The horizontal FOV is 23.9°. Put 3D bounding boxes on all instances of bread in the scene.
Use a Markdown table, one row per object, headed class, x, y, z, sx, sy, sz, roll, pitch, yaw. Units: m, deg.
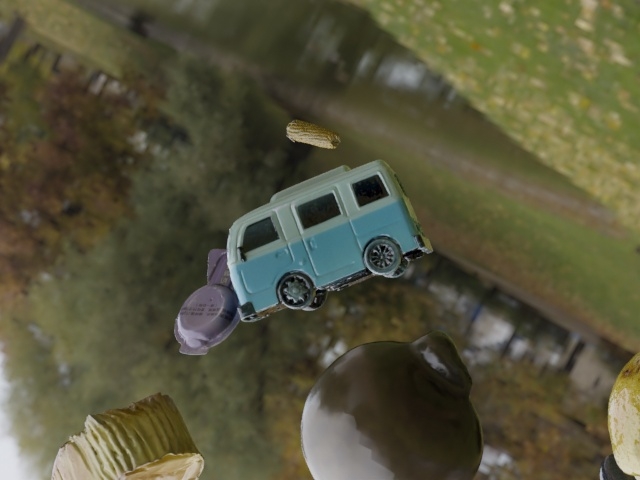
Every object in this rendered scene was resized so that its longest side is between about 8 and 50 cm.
| class | x | y | z | sx | sy | sz | roll | pitch | yaw |
| --- | --- | --- | --- | --- | --- | --- | --- | --- | --- |
| bread | -0.280 | 0.323 | 2.139 | 0.179 | 0.250 | 0.133 | -4 | -128 | -33 |

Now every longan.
| class | x | y | z | sx | sy | sz | roll | pitch | yaw |
| --- | --- | --- | --- | --- | --- | --- | --- | --- | --- |
| longan | 0.077 | 0.182 | 1.507 | 0.185 | 0.204 | 0.159 | 31 | -167 | 13 |

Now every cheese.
| class | x | y | z | sx | sy | sz | roll | pitch | yaw |
| --- | --- | --- | --- | --- | --- | --- | --- | --- | --- |
| cheese | -0.149 | 0.086 | 2.161 | 0.105 | 0.191 | 0.042 | 2 | 142 | 29 |

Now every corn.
| class | x | y | z | sx | sy | sz | roll | pitch | yaw |
| --- | --- | --- | --- | --- | --- | --- | --- | --- | --- |
| corn | -0.011 | -0.130 | 1.867 | 0.083 | 0.028 | 0.027 | 19 | -169 | 39 |

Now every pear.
| class | x | y | z | sx | sy | sz | roll | pitch | yaw |
| --- | --- | --- | --- | --- | --- | --- | --- | --- | --- |
| pear | 0.400 | 0.201 | 1.684 | 0.178 | 0.178 | 0.178 | 27 | -177 | -1 |

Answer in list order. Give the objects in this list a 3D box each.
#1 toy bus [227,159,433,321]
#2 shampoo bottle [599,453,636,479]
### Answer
| class | x | y | z | sx | sy | sz | roll | pitch | yaw |
| --- | --- | --- | --- | --- | --- | --- | --- | --- | --- |
| toy bus | 0.000 | 0.000 | 2.077 | 0.133 | 0.271 | 0.165 | 21 | -132 | -80 |
| shampoo bottle | 0.437 | 0.366 | 1.999 | 0.087 | 0.049 | 0.234 | 3 | -152 | -11 |
